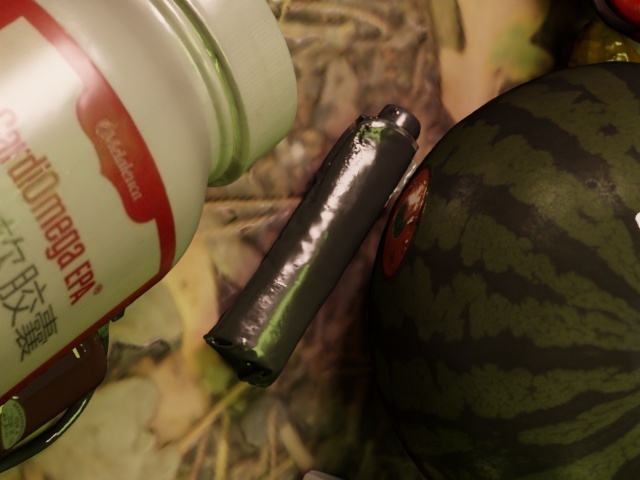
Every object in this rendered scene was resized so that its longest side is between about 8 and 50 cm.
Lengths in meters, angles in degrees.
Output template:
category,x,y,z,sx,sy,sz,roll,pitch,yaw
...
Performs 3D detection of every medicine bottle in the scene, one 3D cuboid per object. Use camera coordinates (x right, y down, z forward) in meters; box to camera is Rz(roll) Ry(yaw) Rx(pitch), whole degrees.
category,x,y,z,sx,sy,sz,roll,pitch,yaw
medicine bottle,-0.131,-0.006,0.606,0.250,0.131,0.131,-39,121,-26

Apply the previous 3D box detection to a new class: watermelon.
category,x,y,z,sx,sy,sz,roll,pitch,yaw
watermelon,0.120,0.030,0.768,0.212,0.212,0.212,-9,104,-38

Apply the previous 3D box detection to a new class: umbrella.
category,x,y,z,sx,sy,sz,roll,pitch,yaw
umbrella,-0.001,-0.001,0.776,0.133,0.031,0.036,-57,154,-18

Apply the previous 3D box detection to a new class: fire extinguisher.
category,x,y,z,sx,sy,sz,roll,pitch,yaw
fire extinguisher,-0.125,0.063,0.685,0.157,0.045,0.078,-37,148,-29

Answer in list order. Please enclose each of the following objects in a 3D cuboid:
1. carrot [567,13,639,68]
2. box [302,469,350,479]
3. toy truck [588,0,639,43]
category,x,y,z,sx,sy,sz,roll,pitch,yaw
carrot,0.175,0.031,0.911,0.066,0.066,0.314,-35,116,-29
box,0.087,0.202,0.857,0.269,0.079,0.135,22,86,-40
toy truck,0.196,-0.222,0.817,0.189,0.239,0.265,-2,141,-38
